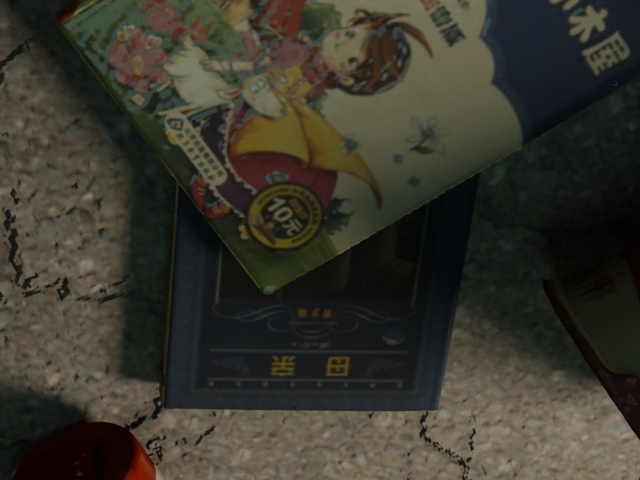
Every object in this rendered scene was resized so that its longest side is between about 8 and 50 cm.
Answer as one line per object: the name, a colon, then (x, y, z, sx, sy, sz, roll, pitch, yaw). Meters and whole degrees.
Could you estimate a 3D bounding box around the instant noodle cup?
instant noodle cup: (0.275, 0.072, 1.229, 0.178, 0.235, 0.235, -36, 122, 8)

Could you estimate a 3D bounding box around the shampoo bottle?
shampoo bottle: (-0.109, 0.254, 1.382, 0.104, 0.104, 0.278, -23, 124, 11)

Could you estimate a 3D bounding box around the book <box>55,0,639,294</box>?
book: (0.041, -0.126, 1.156, 0.322, 0.018, 0.228, -31, 119, 10)

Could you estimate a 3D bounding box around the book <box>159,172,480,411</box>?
book: (0.000, 0.000, 1.261, 0.190, 0.025, 0.269, 2, 125, -8)
